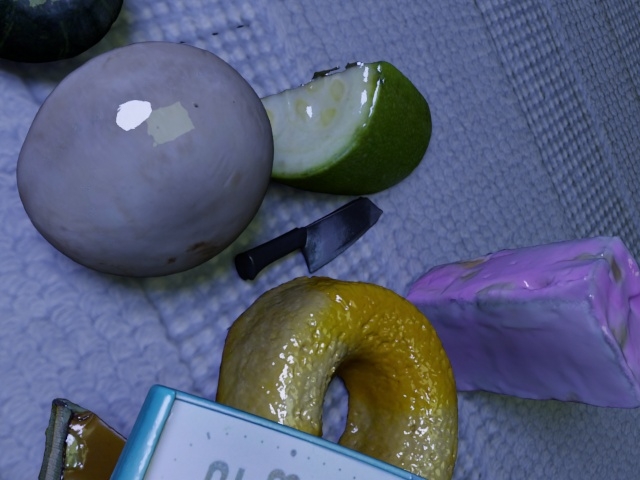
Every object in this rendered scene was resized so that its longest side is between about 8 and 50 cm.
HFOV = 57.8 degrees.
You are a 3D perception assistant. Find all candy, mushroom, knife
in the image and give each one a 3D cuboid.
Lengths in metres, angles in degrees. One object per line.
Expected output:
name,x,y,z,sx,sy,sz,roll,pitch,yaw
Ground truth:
candy,0.238,0.092,0.669,0.116,0.265,0.155,-43,107,-31
mushroom,-0.147,-0.077,0.483,0.204,0.204,0.204,8,76,-36
knife,0.000,0.000,0.664,0.230,0.028,0.060,-28,110,-40

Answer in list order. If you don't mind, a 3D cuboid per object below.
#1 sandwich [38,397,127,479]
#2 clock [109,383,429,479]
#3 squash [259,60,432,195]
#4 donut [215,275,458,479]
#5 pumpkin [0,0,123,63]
sandwich,-0.139,0.192,0.478,0.163,0.079,0.113,12,75,-34
clock,-0.062,0.262,0.397,0.231,0.116,0.262,24,67,-13
squash,0.031,-0.110,0.701,0.288,0.203,0.111,-3,80,-73
donut,0.030,0.181,0.592,0.303,0.110,0.303,9,74,-35
pumpkin,-0.239,-0.228,0.462,0.167,0.125,0.167,18,64,-43
